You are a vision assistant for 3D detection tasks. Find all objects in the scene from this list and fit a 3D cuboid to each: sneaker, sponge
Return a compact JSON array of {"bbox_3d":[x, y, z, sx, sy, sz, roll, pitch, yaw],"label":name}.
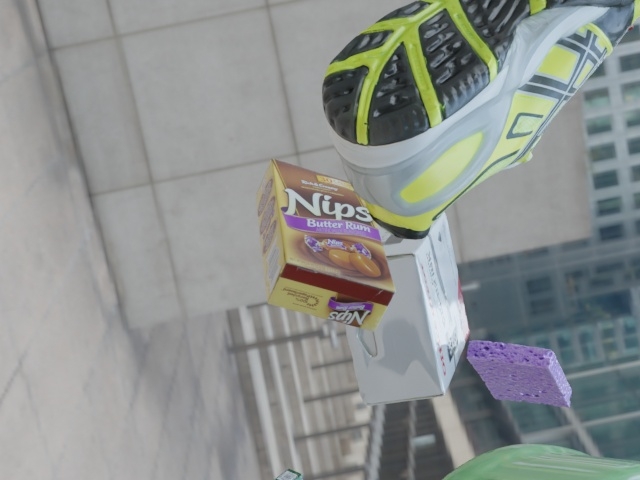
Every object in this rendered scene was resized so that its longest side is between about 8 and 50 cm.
[{"bbox_3d":[0.151,-0.151,0.904,0.145,0.384,0.147,35,-30,36],"label":"sneaker"},{"bbox_3d":[0.288,0.193,1.597,0.210,0.117,0.031,49,50,-60],"label":"sponge"}]

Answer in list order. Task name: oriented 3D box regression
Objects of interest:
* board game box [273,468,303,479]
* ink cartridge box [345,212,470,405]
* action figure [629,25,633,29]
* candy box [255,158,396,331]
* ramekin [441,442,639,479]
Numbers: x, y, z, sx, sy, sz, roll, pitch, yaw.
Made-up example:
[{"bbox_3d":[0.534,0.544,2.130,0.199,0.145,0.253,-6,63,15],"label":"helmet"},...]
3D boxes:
[{"bbox_3d":[-0.059,0.434,1.420,0.030,0.136,0.260,15,-59,42],"label":"board game box"},{"bbox_3d":[0.119,0.086,1.536,0.273,0.114,0.197,-41,120,-70],"label":"ink cartridge box"},{"bbox_3d":[0.418,-0.414,1.439,0.091,0.139,0.280,82,7,-75],"label":"action figure"},{"bbox_3d":[0.000,0.000,1.064,0.187,0.109,0.053,-103,-147,-57],"label":"candy box"},{"bbox_3d":[0.202,0.299,0.803,0.148,0.303,0.303,-19,-99,59],"label":"ramekin"}]
